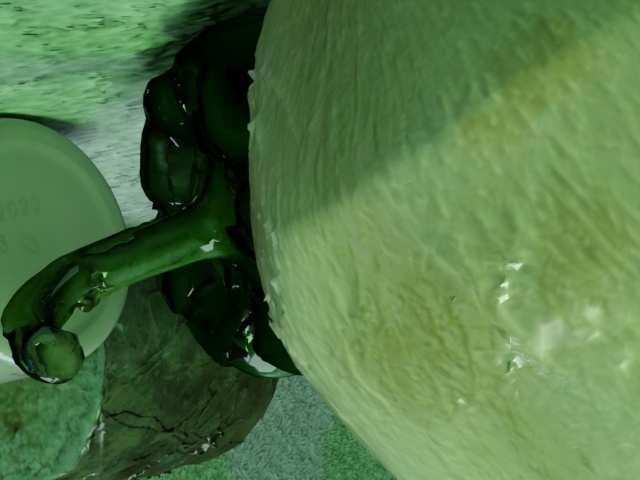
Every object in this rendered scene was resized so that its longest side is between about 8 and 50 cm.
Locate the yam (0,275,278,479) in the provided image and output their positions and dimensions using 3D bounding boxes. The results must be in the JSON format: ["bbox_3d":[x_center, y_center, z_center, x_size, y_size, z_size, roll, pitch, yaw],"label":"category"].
[{"bbox_3d":[-0.164,0.096,1.187,0.202,0.201,0.271,-13,177,30],"label":"yam"}]

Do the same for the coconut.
[{"bbox_3d":[0.092,-0.030,0.460,0.245,0.247,0.245,-35,-173,5],"label":"coconut"}]

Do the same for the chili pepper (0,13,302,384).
[{"bbox_3d":[-0.018,-0.015,0.656,0.261,0.165,0.174,-8,-170,-28],"label":"chili pepper"}]

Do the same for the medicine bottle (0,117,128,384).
[{"bbox_3d":[-0.264,0.037,0.841,0.341,0.130,0.130,-17,169,38],"label":"medicine bottle"}]
